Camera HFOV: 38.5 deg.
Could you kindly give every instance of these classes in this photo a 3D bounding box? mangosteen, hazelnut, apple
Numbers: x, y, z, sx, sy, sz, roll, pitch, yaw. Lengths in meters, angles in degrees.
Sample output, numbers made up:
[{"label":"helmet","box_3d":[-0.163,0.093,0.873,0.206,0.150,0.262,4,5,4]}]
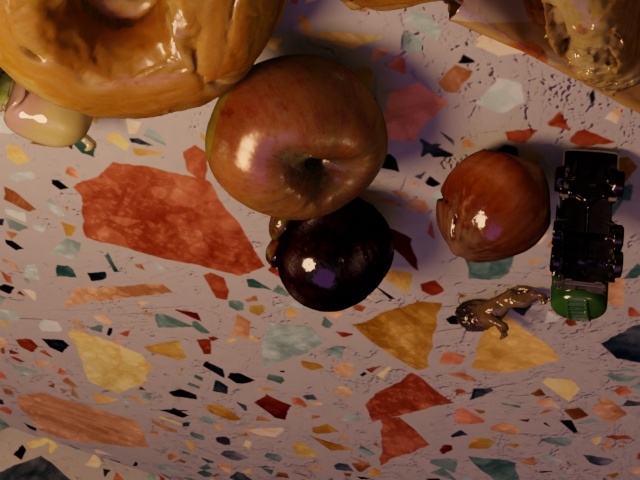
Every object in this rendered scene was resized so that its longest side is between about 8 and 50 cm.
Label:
[{"label":"mangosteen","box_3d":[0.000,0.000,1.530,0.250,0.211,0.211,42,144,14]},{"label":"hazelnut","box_3d":[0.266,-0.046,1.383,0.182,0.182,0.182,9,142,7]},{"label":"apple","box_3d":[-0.034,-0.149,1.315,0.260,0.194,0.261,-19,137,-18]}]

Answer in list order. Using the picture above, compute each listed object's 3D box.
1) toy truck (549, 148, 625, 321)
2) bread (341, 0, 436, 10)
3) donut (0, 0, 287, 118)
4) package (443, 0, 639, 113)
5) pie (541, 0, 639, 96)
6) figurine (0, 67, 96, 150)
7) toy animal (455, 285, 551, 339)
[{"label":"toy truck","box_3d":[0.386,-0.007,1.339,0.101,0.243,0.125,5,154,14]},{"label":"bread","box_3d":[0.097,-0.439,0.930,0.314,0.191,0.370,4,131,43]},{"label":"donut","box_3d":[-0.250,-0.332,1.129,0.448,0.198,0.449,-5,141,-4]},{"label":"package","box_3d":[0.307,-0.265,1.109,0.311,0.221,0.165,22,162,-8]},{"label":"pie","box_3d":[0.309,-0.319,0.911,0.083,0.339,0.339,12,148,42]},{"label":"figurine","box_3d":[-0.513,-0.239,1.384,0.394,0.227,0.274,21,170,-23]},{"label":"toy animal","box_3d":[0.339,0.132,1.661,0.219,0.086,0.069,-20,170,30]}]
